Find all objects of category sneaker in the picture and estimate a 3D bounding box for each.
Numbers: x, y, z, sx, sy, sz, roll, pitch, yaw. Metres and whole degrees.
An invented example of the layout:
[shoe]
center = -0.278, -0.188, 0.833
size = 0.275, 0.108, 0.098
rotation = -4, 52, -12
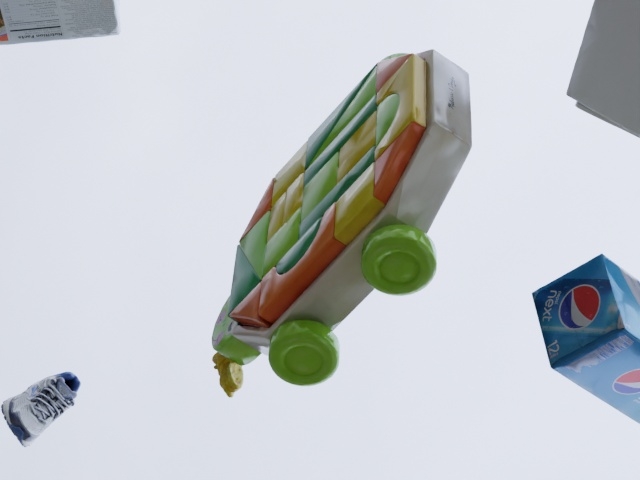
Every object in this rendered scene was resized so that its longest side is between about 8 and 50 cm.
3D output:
[sneaker]
center = -0.286, 0.166, 1.840
size = 0.052, 0.058, 0.135
rotation = 56, 16, -10

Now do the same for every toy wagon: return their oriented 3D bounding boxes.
[toy wagon]
center = 0.000, 0.000, 1.451
size = 0.344, 0.068, 0.267
rotation = -46, -158, 30

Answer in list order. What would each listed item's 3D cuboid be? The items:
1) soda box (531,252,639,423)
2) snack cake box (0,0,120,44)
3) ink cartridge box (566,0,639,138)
[soda box]
center = 0.251, 0.091, 1.358
size = 0.067, 0.210, 0.071
rotation = -31, -131, 26
[snack cake box]
center = -0.322, -0.254, 1.632
size = 0.152, 0.264, 0.089
rotation = 92, -8, -63
[ink cartridge box]
center = 0.421, -0.261, 1.542
size = 0.166, 0.286, 0.394
rotation = 44, -58, 60
